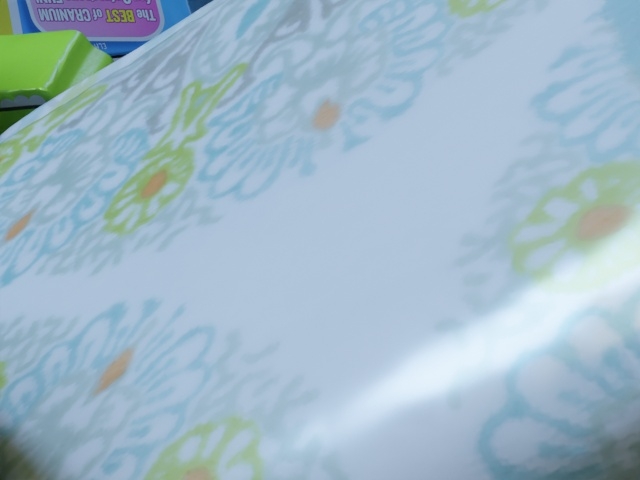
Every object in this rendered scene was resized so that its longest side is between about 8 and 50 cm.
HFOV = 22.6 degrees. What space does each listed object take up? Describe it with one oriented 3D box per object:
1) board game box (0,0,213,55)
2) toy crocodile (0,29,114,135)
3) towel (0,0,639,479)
[{"bbox_3d":[-0.183,-0.198,1.039,0.316,0.064,0.242,-2,36,24],"label":"board game box"},{"bbox_3d":[-0.273,-0.058,0.857,0.340,0.105,0.115,-6,35,12],"label":"toy crocodile"},{"bbox_3d":[0.000,0.000,0.570,0.320,0.090,0.374,-32,29,15],"label":"towel"}]
